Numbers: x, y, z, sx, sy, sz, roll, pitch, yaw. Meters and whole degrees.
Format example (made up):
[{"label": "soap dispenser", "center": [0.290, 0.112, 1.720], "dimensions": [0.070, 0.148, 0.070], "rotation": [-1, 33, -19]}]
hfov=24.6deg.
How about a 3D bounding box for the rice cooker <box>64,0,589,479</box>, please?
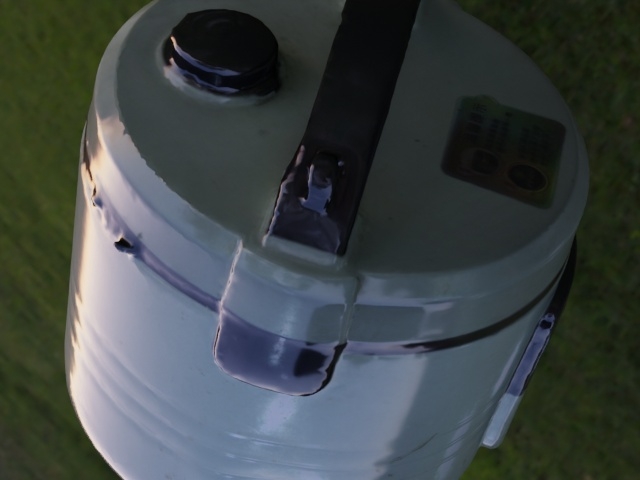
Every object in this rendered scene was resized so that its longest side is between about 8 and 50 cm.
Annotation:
[{"label": "rice cooker", "center": [0.000, 0.000, 0.657], "dimensions": [0.226, 0.226, 0.244], "rotation": [32, 137, 21]}]
